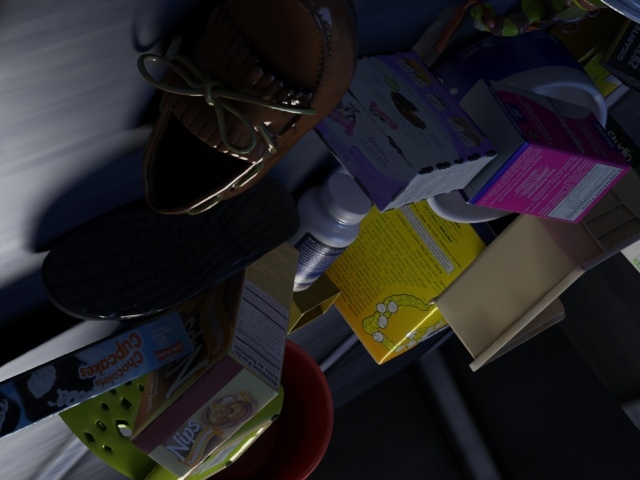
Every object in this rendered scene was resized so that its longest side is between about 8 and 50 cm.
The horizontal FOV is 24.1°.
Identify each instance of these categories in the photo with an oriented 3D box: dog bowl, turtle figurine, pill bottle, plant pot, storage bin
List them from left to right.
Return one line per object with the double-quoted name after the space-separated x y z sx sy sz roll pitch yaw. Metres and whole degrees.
-0.199 0.230 2.131 0.227 0.207 0.228 -24 162 -43 "plant pot"
-0.138 0.304 2.513 0.275 0.275 0.243 -32 177 -19 "plant pot"
-0.034 0.081 2.315 0.081 0.083 0.081 -29 166 -33 "plant pot"
-0.006 -0.014 2.018 0.094 0.094 0.169 -23 162 -48 "pill bottle"
0.236 -0.148 1.968 0.265 0.104 0.265 -20 147 -13 "dog bowl"
0.329 0.030 2.136 0.260 0.123 0.262 -23 160 -44 "storage bin"
0.271 -0.275 1.692 0.269 0.087 0.217 -29 -174 -17 "turtle figurine"

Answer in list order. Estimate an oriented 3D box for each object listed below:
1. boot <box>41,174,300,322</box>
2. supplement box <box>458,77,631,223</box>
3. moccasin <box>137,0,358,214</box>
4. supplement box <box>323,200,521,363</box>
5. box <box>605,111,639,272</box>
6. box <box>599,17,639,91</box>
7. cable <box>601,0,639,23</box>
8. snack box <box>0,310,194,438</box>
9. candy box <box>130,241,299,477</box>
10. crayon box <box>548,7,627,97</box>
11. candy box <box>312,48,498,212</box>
-0.195 0.045 1.701 0.338 0.118 0.223 -16 167 -39 "boot"
0.258 -0.106 1.839 0.220 0.111 0.114 9 132 -45 "supplement box"
-0.080 -0.130 1.329 0.147 0.139 0.380 -40 180 -31 "moccasin"
0.186 0.005 2.378 0.194 0.195 0.356 -23 162 -45 "supplement box"
0.468 -0.106 2.450 0.058 0.322 0.232 -38 169 -13 "box"
0.502 -0.343 1.999 0.322 0.079 0.257 -60 162 9 "box"
0.253 -0.293 1.313 0.089 0.257 0.257 -50 162 29 "cable"
-0.326 0.177 1.752 0.322 0.060 0.187 -23 -179 -33 "snack box"
-0.126 0.125 1.866 0.183 0.087 0.316 -43 -160 25 "candy box"
0.387 -0.272 2.175 0.202 0.081 0.318 -41 168 18 "crayon box"
0.086 -0.127 1.685 0.070 0.165 0.196 -46 164 31 "candy box"
